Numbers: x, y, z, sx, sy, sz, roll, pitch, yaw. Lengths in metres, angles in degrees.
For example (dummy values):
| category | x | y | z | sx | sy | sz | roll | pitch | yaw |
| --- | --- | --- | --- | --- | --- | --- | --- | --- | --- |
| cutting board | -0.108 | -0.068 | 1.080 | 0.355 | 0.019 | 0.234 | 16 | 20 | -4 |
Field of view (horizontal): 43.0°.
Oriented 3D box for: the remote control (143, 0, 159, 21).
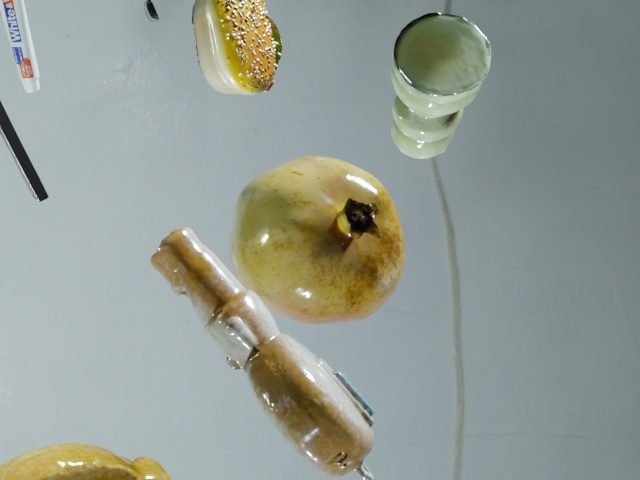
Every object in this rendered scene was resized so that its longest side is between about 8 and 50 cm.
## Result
| category | x | y | z | sx | sy | sz | roll | pitch | yaw |
| --- | --- | --- | --- | --- | --- | --- | --- | --- | --- |
| remote control | -0.301 | -0.405 | 1.436 | 0.014 | 0.096 | 0.039 | -26 | 109 | -9 |

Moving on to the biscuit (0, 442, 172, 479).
| category | x | y | z | sx | sy | sz | roll | pitch | yaw |
| --- | --- | --- | --- | --- | --- | --- | --- | --- | --- |
| biscuit | -0.172 | 0.188 | 0.410 | 0.036 | 0.166 | 0.225 | 26 | 63 | 42 |

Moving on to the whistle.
| category | x | y | z | sx | sy | sz | roll | pitch | yaw |
| --- | --- | --- | --- | --- | --- | --- | --- | --- | --- |
| whistle | -0.033 | 0.080 | 0.565 | 0.057 | 0.107 | 0.220 | -42 | 85 | 0 |

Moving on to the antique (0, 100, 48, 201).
| category | x | y | z | sx | sy | sz | roll | pitch | yaw |
| --- | --- | --- | --- | --- | --- | --- | --- | --- | --- |
| antique | -0.338 | -0.122 | 0.869 | 0.015 | 0.192 | 0.031 | -31 | 45 | -20 |

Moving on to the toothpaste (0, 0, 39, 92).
| category | x | y | z | sx | sy | sz | roll | pitch | yaw |
| --- | --- | --- | --- | --- | --- | --- | --- | --- | --- |
| toothpaste | -0.499 | -0.351 | 1.331 | 0.052 | 0.033 | 0.218 | -2 | 120 | 4 |

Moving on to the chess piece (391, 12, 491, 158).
| category | x | y | z | sx | sy | sz | roll | pitch | yaw |
| --- | --- | --- | --- | --- | --- | --- | --- | --- | --- |
| chess piece | 0.156 | -0.202 | 1.170 | 0.133 | 0.243 | 0.133 | 1 | 69 | -1 |

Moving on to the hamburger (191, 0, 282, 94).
| category | x | y | z | sx | sy | sz | roll | pitch | yaw |
| --- | --- | --- | --- | --- | --- | --- | --- | --- | --- |
| hamburger | -0.148 | -0.367 | 1.471 | 0.116 | 0.173 | 0.210 | -4 | 97 | 25 |

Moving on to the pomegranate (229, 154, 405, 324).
| category | x | y | z | sx | sy | sz | roll | pitch | yaw |
| --- | --- | --- | --- | --- | --- | --- | --- | --- | --- |
| pomegranate | 0.000 | 0.000 | 1.357 | 0.319 | 0.319 | 0.320 | 1 | 80 | -8 |
